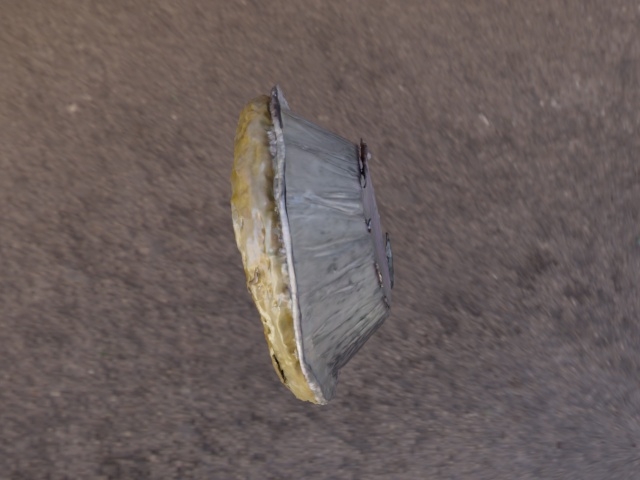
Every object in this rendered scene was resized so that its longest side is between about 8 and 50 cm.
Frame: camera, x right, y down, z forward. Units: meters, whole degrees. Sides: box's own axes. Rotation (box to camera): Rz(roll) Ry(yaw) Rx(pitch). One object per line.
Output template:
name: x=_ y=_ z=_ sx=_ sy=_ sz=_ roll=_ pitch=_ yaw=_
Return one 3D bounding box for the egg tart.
egg tart: x=0.000 y=0.000 z=0.979 sx=0.094 sy=0.234 sz=0.234 roll=-10 pitch=79 yaw=5
